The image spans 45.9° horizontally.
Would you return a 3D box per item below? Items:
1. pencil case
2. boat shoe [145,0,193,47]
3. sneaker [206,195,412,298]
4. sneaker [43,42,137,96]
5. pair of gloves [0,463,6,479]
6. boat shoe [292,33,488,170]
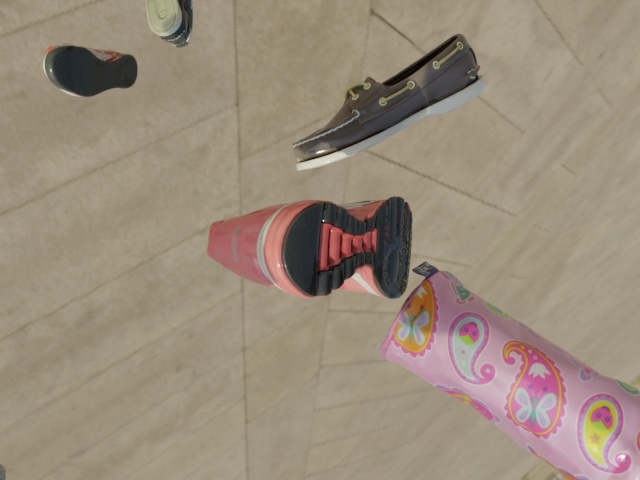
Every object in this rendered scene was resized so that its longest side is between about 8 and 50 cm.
[{"bbox_3d":[0.199,0.138,0.751,0.124,0.284,0.124,-45,156,-27],"label":"pencil case"},{"bbox_3d":[-0.273,-0.462,1.364,0.084,0.233,0.079,-13,165,22],"label":"boat shoe"},{"bbox_3d":[0.000,-0.001,0.829,0.314,0.136,0.115,7,89,-59],"label":"sneaker"},{"bbox_3d":[-0.471,-0.321,1.411,0.270,0.145,0.090,-36,133,-69],"label":"sneaker"},{"bbox_3d":[-0.303,0.162,0.514,0.204,0.240,0.042,15,84,-36],"label":"pair of gloves"},{"bbox_3d":[0.095,-0.207,1.148,0.325,0.096,0.116,-26,-166,-5],"label":"boat shoe"}]
